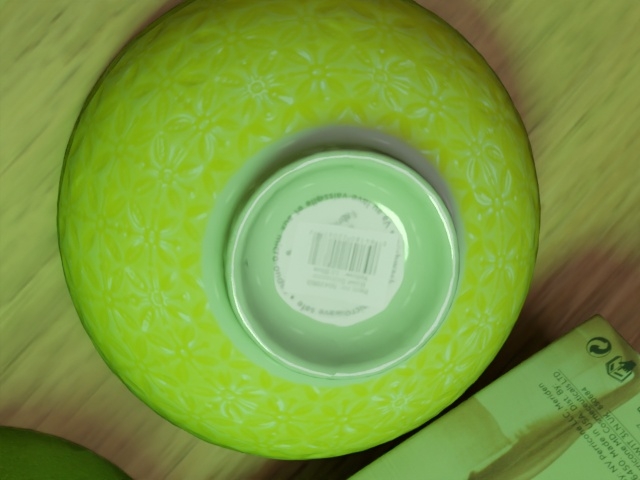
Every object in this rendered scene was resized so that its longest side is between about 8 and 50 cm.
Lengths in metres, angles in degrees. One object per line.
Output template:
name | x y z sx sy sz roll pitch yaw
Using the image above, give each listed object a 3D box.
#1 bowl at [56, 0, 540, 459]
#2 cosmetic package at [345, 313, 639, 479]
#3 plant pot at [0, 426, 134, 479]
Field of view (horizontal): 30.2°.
bowl | 0.000 0.000 0.644 0.289 0.156 0.289 -2 101 -10
cosmetic package | 0.089 0.197 0.701 0.296 0.129 0.153 -32 142 -9
plant pot | -0.172 0.268 0.582 0.275 0.293 0.274 -3 100 -15
